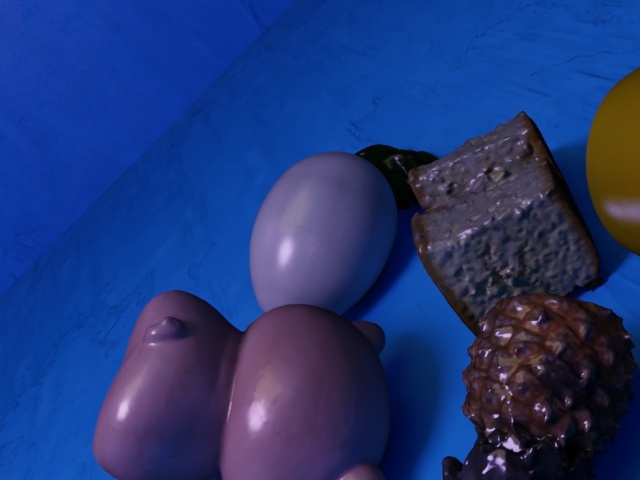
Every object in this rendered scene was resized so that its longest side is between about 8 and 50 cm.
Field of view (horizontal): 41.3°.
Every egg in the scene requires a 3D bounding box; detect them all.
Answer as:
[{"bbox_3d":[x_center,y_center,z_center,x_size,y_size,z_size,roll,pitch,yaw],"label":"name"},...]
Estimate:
[{"bbox_3d":[0.000,0.000,0.928,0.151,0.151,0.209,-4,52,58],"label":"egg"}]

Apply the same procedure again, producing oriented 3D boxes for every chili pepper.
[{"bbox_3d":[0.078,-0.080,1.046,0.098,0.061,0.224,-45,20,-17],"label":"chili pepper"}]

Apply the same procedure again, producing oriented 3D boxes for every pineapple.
[{"bbox_3d":[0.130,0.147,0.526,0.119,0.111,0.237,110,180,-61],"label":"pineapple"}]

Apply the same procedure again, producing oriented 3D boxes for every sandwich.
[{"bbox_3d":[0.157,-0.035,0.754,0.122,0.128,0.236,-29,27,18],"label":"sandwich"}]

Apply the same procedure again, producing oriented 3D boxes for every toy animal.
[{"bbox_3d":[-0.069,0.135,0.725,0.229,0.221,0.210,-32,30,31],"label":"toy animal"}]

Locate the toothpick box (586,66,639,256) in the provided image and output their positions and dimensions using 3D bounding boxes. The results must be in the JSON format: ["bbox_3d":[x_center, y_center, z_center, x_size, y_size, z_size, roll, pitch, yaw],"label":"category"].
[{"bbox_3d":[0.288,-0.051,0.492,0.175,0.175,0.271,-52,20,-15],"label":"toothpick box"}]
